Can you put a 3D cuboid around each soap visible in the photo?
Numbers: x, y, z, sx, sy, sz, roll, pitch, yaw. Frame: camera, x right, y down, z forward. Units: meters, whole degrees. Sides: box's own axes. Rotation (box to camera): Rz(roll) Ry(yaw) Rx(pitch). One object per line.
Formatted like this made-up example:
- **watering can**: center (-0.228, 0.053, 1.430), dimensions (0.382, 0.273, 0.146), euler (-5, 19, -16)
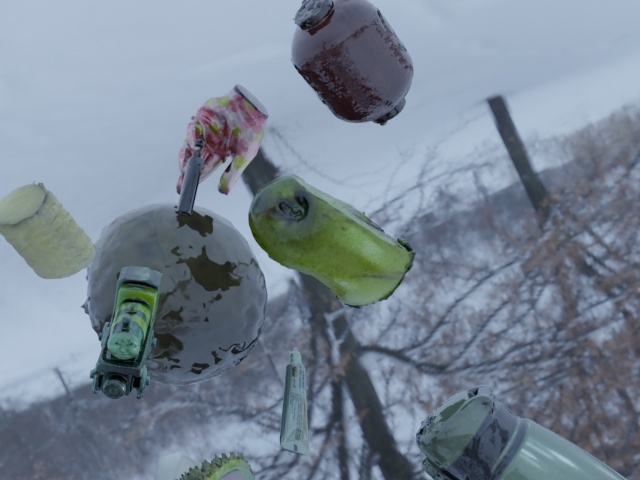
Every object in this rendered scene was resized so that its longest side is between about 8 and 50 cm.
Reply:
- **soap**: center (-0.239, 0.474, 1.690), dimensions (0.064, 0.121, 0.183), euler (-23, -138, 31)

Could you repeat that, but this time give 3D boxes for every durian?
- **durian**: center (-0.180, 0.376, 1.323), dimensions (0.096, 0.137, 0.220), euler (2, -131, 31)

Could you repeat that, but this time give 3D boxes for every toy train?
- **toy train**: center (-0.270, 0.133, 1.367), dimensions (0.083, 0.132, 0.200), euler (8, -157, -9)

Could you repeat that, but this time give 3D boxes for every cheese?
- **cheese**: center (-0.480, -0.014, 1.701), dimensions (0.123, 0.093, 0.167), euler (-16, 138, 12)

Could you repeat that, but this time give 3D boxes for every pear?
- **pear**: center (0.000, 0.000, 1.728), dimensions (0.164, 0.255, 0.238), euler (-57, -142, 6)

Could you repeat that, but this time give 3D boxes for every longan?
- **longan**: center (-0.300, 0.113, 1.997), dimensions (0.391, 0.391, 0.391), euler (-25, 178, -1)

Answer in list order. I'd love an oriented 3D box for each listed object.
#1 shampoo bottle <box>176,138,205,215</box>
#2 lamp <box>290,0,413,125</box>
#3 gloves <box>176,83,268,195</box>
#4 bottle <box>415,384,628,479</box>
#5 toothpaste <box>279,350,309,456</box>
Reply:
- **shampoo bottle**: center (-0.228, -0.113, 1.742), dimensions (0.027, 0.137, 0.048), euler (17, 166, -25)
- **lamp**: center (0.056, -0.305, 1.655), dimensions (0.180, 0.258, 0.180), euler (-27, -143, 22)
- **gloves**: center (-0.213, -0.193, 1.985), dimensions (0.241, 0.126, 0.145), euler (-43, 132, 15)
- **bottle**: center (0.302, 0.347, 1.411), dimensions (0.168, 0.347, 0.168), euler (-55, 177, -4)
- **toothpaste**: center (-0.053, 0.330, 2.014), dimensions (0.037, 0.067, 0.255), euler (-49, -152, 36)
